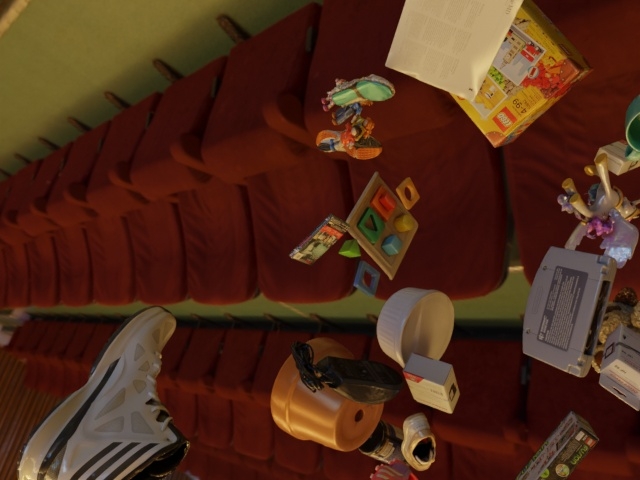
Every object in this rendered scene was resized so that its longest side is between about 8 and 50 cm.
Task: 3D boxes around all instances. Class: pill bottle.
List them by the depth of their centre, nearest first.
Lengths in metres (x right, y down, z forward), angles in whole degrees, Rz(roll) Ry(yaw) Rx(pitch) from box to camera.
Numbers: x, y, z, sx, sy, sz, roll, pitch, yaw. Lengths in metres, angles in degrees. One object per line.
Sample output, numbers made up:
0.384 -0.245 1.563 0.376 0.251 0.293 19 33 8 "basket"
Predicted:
0.231 0.683 1.749 0.122 0.123 0.219 -10 143 47 "pill bottle"

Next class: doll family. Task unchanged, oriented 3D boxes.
0.112 -0.438 1.832 0.118 0.263 0.163 2 162 -43 "doll family"

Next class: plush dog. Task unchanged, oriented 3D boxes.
0.907 0.272 1.545 0.210 0.262 0.225 28 -161 -23 "plush dog"

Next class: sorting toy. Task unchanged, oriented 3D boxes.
0.156 -0.038 1.202 0.047 0.348 0.196 -12 127 46 "sorting toy"

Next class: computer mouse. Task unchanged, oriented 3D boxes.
0.061 0.320 1.199 0.272 0.072 0.188 14 -167 -18 "computer mouse"

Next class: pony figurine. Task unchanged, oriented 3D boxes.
1.068 -0.100 1.993 0.363 0.351 0.303 37 175 -24 "pony figurine"

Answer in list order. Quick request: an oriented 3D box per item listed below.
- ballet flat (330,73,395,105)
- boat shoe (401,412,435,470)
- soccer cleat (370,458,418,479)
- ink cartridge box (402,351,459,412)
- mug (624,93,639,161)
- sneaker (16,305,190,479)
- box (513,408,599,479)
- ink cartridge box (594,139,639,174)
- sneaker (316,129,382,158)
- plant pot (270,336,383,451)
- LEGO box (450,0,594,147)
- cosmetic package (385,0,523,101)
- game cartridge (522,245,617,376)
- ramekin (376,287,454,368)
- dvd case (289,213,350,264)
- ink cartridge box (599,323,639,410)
0.130 -0.463 1.572 0.240 0.077 0.091 7 148 43 "ballet flat"
0.195 0.410 1.020 0.063 0.059 0.170 -19 127 -6 "boat shoe"
0.204 0.688 1.486 0.095 0.083 0.248 26 -177 28 "soccer cleat"
0.327 0.418 1.530 0.127 0.072 0.175 13 145 33 "ink cartridge box"
0.720 -0.260 1.130 0.129 0.097 0.157 43 139 -21 "mug"
-0.360 0.339 1.080 0.257 0.448 0.169 20 130 6 "sneaker"
0.409 0.407 0.936 0.036 0.207 0.114 37 -171 16 "box"
1.126 -0.314 1.960 0.109 0.150 0.063 48 147 38 "ink cartridge box"
0.122 -0.370 1.956 0.262 0.099 0.121 18 -157 28 "sneaker"
0.036 0.440 1.441 0.203 0.291 0.291 19 167 45 "plant pot"
0.640 -0.654 1.876 0.193 0.500 0.372 -21 161 -46 "LEGO box"
0.370 -0.603 1.419 0.284 0.097 0.377 27 139 8 "cosmetic package"
0.620 0.170 1.328 0.062 0.297 0.198 13 -177 -22 "game cartridge"
0.296 0.274 1.666 0.127 0.273 0.273 17 167 46 "ramekin"
0.000 0.000 1.059 0.013 0.119 0.087 50 -167 27 "dvd case"
0.712 0.287 1.198 0.104 0.180 0.060 35 131 12 "ink cartridge box"
